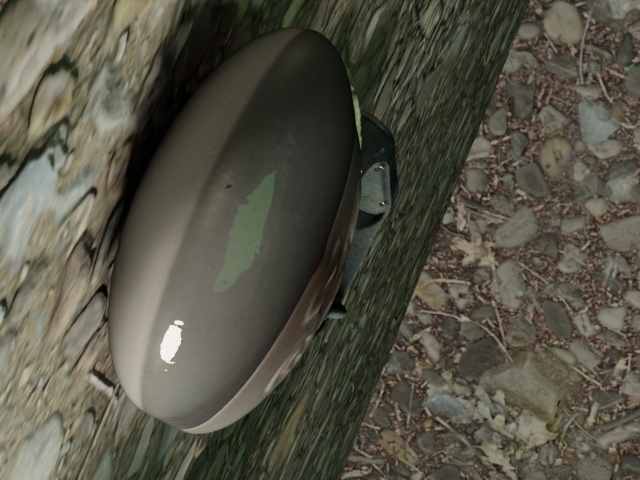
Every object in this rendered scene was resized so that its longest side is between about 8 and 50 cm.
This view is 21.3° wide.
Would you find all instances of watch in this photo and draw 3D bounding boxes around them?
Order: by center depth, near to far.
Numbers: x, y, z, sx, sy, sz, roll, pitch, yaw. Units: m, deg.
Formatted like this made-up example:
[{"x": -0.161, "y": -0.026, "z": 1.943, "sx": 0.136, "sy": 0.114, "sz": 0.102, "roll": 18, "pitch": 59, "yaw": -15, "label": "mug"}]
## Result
[{"x": 0.000, "y": 0.000, "z": 1.419, "sx": 0.193, "sy": 0.068, "sz": 0.206, "roll": -60, "pitch": 168, "yaw": -19, "label": "watch"}]

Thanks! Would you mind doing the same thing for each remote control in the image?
[{"x": -0.042, "y": 0.001, "z": 0.959, "sx": 0.332, "sy": 0.103, "sz": 0.221, "roll": 65, "pitch": 47, "yaw": -78, "label": "remote control"}]

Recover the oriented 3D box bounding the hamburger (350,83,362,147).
[{"x": -0.007, "y": -0.055, "z": 1.256, "sx": 0.084, "sy": 0.054, "sz": 0.121, "roll": -56, "pitch": 165, "yaw": -36, "label": "hamburger"}]
